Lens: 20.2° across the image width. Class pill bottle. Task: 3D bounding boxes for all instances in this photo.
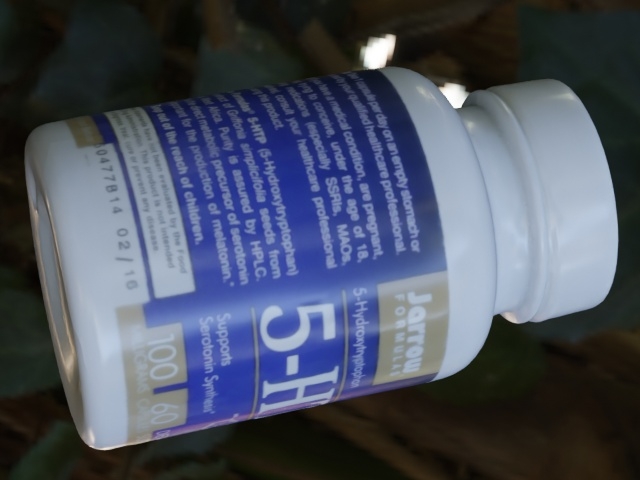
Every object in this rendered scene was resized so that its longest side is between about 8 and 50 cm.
[{"bbox_3d":[0.000,0.000,0.618,0.112,0.186,0.112,169,-90,-77],"label":"pill bottle"}]
